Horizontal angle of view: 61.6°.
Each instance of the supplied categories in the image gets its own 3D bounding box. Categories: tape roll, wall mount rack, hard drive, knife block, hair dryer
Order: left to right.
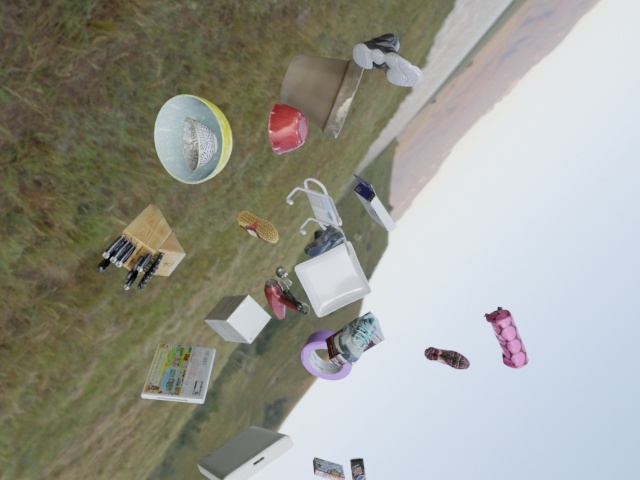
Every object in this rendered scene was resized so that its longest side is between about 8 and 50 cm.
[{"bbox_3d":[-0.479,0.005,1.360,0.088,0.276,0.242,-48,149,17],"label":"knife block"},{"bbox_3d":[-0.249,0.685,1.718,0.233,0.047,0.353,-27,179,-28],"label":"hard drive"},{"bbox_3d":[-0.155,0.253,2.215,0.080,0.223,0.293,-26,163,-25],"label":"hair dryer"},{"bbox_3d":[0.018,-0.087,2.232,0.130,0.304,0.350,-52,144,-24],"label":"wall mount rack"},{"bbox_3d":[0.040,0.603,2.808,0.275,0.275,0.090,-49,-172,35],"label":"tape roll"}]

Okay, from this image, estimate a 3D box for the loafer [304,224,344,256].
[{"bbox_3d":[0.000,0.000,1.592,0.170,0.061,0.062,-24,159,-54],"label":"loafer"}]

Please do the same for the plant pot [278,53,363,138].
[{"bbox_3d":[-0.008,-0.612,2.172,0.323,0.280,0.323,-159,-90,-86],"label":"plant pot"}]

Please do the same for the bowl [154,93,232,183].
[{"bbox_3d":[-0.397,-0.343,1.807,0.289,0.289,0.156,-49,168,28],"label":"bowl"}]

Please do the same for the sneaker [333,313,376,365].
[{"bbox_3d":[0.131,0.336,1.913,0.122,0.110,0.283,-41,-175,19],"label":"sneaker"}]

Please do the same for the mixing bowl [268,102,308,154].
[{"bbox_3d":[-0.104,-0.394,1.890,0.181,0.098,0.181,3,90,-72],"label":"mixing bowl"}]

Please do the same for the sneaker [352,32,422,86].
[{"bbox_3d":[0.256,-0.638,1.865,0.153,0.268,0.101,-47,158,-32],"label":"sneaker"}]

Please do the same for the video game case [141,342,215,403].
[{"bbox_3d":[-0.486,0.456,1.858,0.227,0.206,0.026,-88,-174,-53],"label":"video game case"}]

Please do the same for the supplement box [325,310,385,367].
[{"bbox_3d":[0.142,0.417,2.260,0.239,0.073,0.130,-34,-149,13],"label":"supplement box"}]

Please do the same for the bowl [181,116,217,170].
[{"bbox_3d":[-0.379,-0.309,1.712,0.080,0.170,0.170,-11,159,-31],"label":"bowl"}]

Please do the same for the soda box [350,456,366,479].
[{"bbox_3d":[0.148,0.909,2.019,0.053,0.169,0.060,-8,164,2],"label":"soda box"}]

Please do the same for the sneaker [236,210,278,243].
[{"bbox_3d":[-0.231,-0.041,2.018,0.069,0.185,0.084,-49,165,-20],"label":"sneaker"}]

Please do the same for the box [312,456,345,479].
[{"bbox_3d":[0.035,0.989,2.315,0.094,0.137,0.027,-110,-139,-78],"label":"box"}]

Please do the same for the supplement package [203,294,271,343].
[{"bbox_3d":[-0.328,0.307,2.107,0.134,0.139,0.244,-51,-159,-27],"label":"supplement package"}]

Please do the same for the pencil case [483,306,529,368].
[{"bbox_3d":[0.638,0.337,1.843,0.098,0.209,0.095,-11,-162,43],"label":"pencil case"}]

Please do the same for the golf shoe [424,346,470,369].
[{"bbox_3d":[0.517,0.472,2.167,0.086,0.186,0.067,25,81,-59],"label":"golf shoe"}]

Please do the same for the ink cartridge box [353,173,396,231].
[{"bbox_3d":[0.212,-0.158,2.251,0.045,0.224,0.223,-35,-157,-2],"label":"ink cartridge box"}]

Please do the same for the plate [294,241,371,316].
[{"bbox_3d":[0.057,0.173,2.431,0.278,0.277,0.045,-26,-162,-2],"label":"plate"}]
